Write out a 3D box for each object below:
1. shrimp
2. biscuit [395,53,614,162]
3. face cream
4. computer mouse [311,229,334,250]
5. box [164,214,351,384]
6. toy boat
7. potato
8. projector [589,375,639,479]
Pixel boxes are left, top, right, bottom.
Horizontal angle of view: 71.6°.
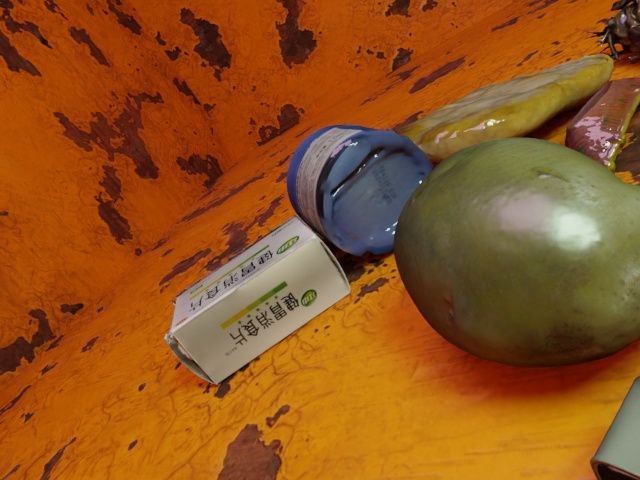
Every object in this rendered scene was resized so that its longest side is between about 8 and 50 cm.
[{"bbox_3d":[0.682,-0.450,0.962,0.116,0.145,0.343,9,13,-2],"label":"shrimp"},{"bbox_3d":[0.369,-0.273,1.006,0.446,0.104,0.429,-33,20,-24],"label":"biscuit"},{"bbox_3d":[0.073,-0.106,0.902,0.249,0.249,0.225,-36,24,-5],"label":"face cream"},{"bbox_3d":[-0.001,-0.001,1.072,0.102,0.045,0.199,-12,30,39],"label":"computer mouse"},{"bbox_3d":[-0.127,0.108,0.876,0.332,0.145,0.173,-34,20,-4],"label":"box"},{"bbox_3d":[0.486,-0.200,0.743,0.318,0.099,0.141,-46,-3,-30],"label":"toy boat"},{"bbox_3d":[0.211,0.009,0.501,0.243,0.221,0.326,-30,26,5],"label":"potato"},{"bbox_3d":[0.254,0.157,0.307,0.082,0.083,0.083,-43,22,-22],"label":"projector"}]
